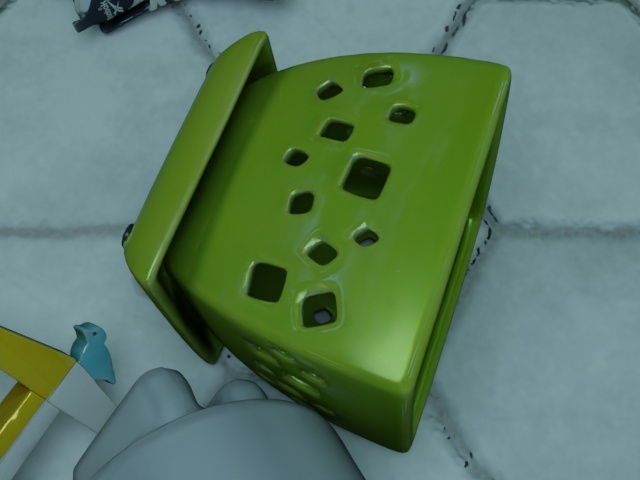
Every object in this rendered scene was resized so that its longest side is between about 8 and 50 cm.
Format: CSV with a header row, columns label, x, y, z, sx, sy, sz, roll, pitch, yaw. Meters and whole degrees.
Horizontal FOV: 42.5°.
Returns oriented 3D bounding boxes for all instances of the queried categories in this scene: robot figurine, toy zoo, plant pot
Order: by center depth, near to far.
label,x,y,z,sx,sy,sz,roll,pitch,yaw
robot figurine,-0.030,0.236,0.475,0.200,0.300,0.353,-55,46,21
toy zoo,-0.241,0.176,0.548,0.030,0.192,0.293,11,61,50
plant pot,0.000,0.000,0.591,0.207,0.228,0.227,17,70,12

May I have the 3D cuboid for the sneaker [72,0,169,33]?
label,x,y,z,sx,sy,sz,roll,pitch,yaw
sneaker,-0.149,-0.234,0.742,0.235,0.094,0.153,27,72,9
